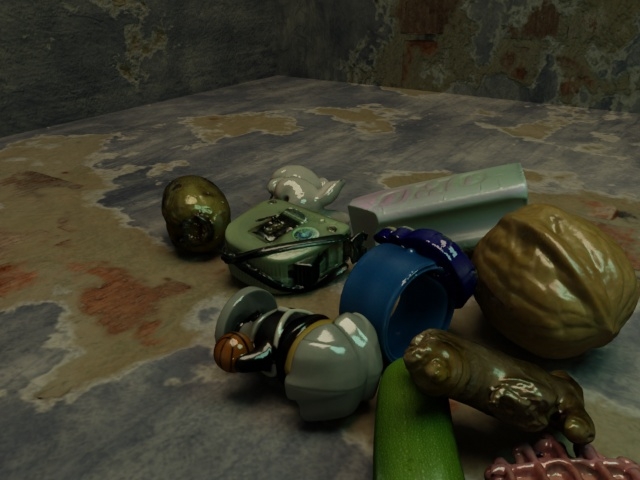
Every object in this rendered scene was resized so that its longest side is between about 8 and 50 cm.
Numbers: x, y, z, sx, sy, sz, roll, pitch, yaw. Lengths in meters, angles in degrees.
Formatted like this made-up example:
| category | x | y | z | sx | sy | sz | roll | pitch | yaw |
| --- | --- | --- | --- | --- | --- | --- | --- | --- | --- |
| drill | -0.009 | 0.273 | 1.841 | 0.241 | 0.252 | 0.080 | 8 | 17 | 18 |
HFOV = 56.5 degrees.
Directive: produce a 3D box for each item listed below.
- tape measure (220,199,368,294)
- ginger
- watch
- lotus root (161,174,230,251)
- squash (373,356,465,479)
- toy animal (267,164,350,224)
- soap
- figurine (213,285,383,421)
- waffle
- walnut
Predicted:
| category | x | y | z | sx | sy | sz | roll | pitch | yaw |
| --- | --- | --- | --- | --- | --- | --- | --- | --- | --- |
| tape measure | -0.062 | 0.013 | 1.127 | 0.235 | 0.115 | 0.207 | 22 | 38 | 29 |
| ginger | 0.217 | 0.175 | 0.705 | 0.333 | 0.080 | 0.166 | 25 | 13 | -23 |
| watch | 0.128 | 0.091 | 0.915 | 0.200 | 0.196 | 0.171 | -41 | 32 | -25 |
| lotus root | -0.273 | -0.071 | 1.298 | 0.154 | 0.154 | 0.278 | -8 | 22 | -16 |
| squash | 0.105 | 0.248 | 0.647 | 0.101 | 0.102 | 0.379 | 1 | 26 | 4 |
| toy animal | -0.036 | -0.097 | 1.375 | 0.178 | 0.128 | 0.193 | -8 | 23 | -20 |
| soap | 0.225 | -0.049 | 1.163 | 0.346 | 0.115 | 0.208 | -11 | 14 | 18 |
| figurine | -0.034 | 0.152 | 0.819 | 0.236 | 0.133 | 0.176 | 16 | 25 | 35 |
| waffle | 0.278 | 0.288 | 0.605 | 0.221 | 0.056 | 0.234 | -22 | 32 | -40 |
| walnut | 0.352 | 0.063 | 0.916 | 0.224 | 0.225 | 0.261 | -10 | 31 | -19 |
